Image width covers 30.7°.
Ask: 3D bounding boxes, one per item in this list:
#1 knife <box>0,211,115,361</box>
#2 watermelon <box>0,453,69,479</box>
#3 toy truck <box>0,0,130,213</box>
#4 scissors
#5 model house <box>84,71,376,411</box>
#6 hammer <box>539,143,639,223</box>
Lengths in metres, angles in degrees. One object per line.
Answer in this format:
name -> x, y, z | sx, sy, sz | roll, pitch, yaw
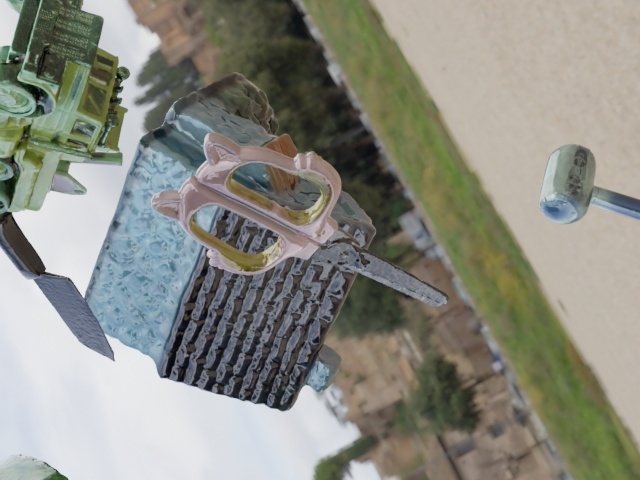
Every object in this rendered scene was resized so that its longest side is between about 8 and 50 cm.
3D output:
knife -> -0.261, 0.053, 1.173 | 0.028, 0.060, 0.230 | -61, -37, -33
watermelon -> -0.244, 0.285, 0.892 | 0.260, 0.256, 0.176 | 33, -179, 32
toy truck -> -0.227, -0.116, 1.001 | 0.259, 0.135, 0.128 | 125, 155, -60
scissors -> 0.000, 0.000, 1.096 | 0.317, 0.160, 0.024 | 27, -146, -29
model house -> -0.078, 0.015, 1.573 | 0.339, 0.360, 0.297 | 32, -154, 14
hammer -> 0.400, -0.058, 1.606 | 0.069, 0.194, 0.116 | 106, -178, -56
